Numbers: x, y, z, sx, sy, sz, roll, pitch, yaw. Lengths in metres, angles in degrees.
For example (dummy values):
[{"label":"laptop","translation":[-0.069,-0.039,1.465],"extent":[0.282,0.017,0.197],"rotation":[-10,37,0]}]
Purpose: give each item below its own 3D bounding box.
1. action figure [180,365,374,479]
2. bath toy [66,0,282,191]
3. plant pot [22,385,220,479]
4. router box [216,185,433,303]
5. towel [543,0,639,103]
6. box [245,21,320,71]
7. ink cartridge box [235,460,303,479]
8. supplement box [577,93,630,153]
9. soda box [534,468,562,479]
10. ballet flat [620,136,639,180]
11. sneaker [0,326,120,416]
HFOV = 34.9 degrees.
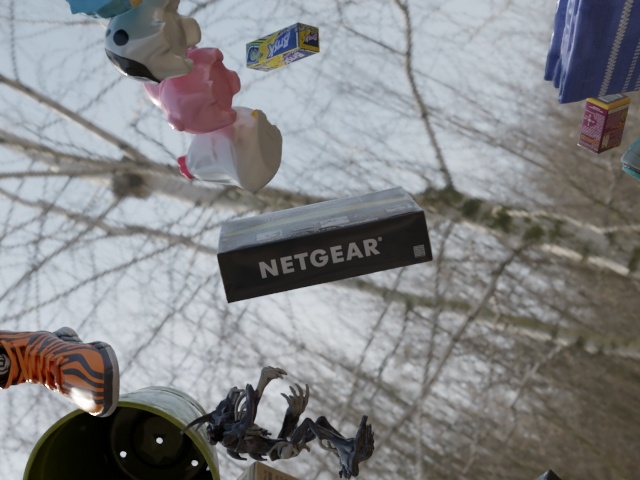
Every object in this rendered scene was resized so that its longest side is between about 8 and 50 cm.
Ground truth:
[{"label":"action figure","translation":[-0.059,0.263,1.494],"extent":[0.164,0.276,0.141],"rotation":[46,-124,-70]},{"label":"bath toy","translation":[-0.164,-0.182,1.123],"extent":[0.348,0.129,0.151],"rotation":[54,-147,-45]},{"label":"plant pot","translation":[-0.353,0.445,2.015],"extent":[0.366,0.366,0.353],"rotation":[-63,1,8]},{"label":"router box","translation":[0.000,0.000,1.570],"extent":[0.243,0.309,0.081],"rotation":[-104,3,-78]},{"label":"towel","translation":[0.351,-0.200,0.806],"extent":[0.243,0.336,0.040],"rotation":[64,-163,-71]},{"label":"box","translation":[-0.078,-0.390,2.068],"extent":[0.059,0.169,0.054],"rotation":[4,-100,-42]},{"label":"ink cartridge box","translation":[-0.090,0.355,0.949],"extent":[0.234,0.088,0.193],"rotation":[-50,25,28]},{"label":"supplement box","translation":[0.430,-0.181,1.546],"extent":[0.055,0.043,0.083],"rotation":[-21,-51,-34]},{"label":"soda box","translation":[0.385,0.430,1.539],"extent":[0.053,0.169,0.060],"rotation":[-47,-2,32]},{"label":"ballet flat","translation":[0.477,-0.067,1.312],"extent":[0.213,0.072,0.068],"rotation":[33,-86,-22]},{"label":"sneaker","translation":[-0.450,0.215,1.641],"extent":[0.180,0.321,0.124],"rotation":[1,-87,-34]}]
